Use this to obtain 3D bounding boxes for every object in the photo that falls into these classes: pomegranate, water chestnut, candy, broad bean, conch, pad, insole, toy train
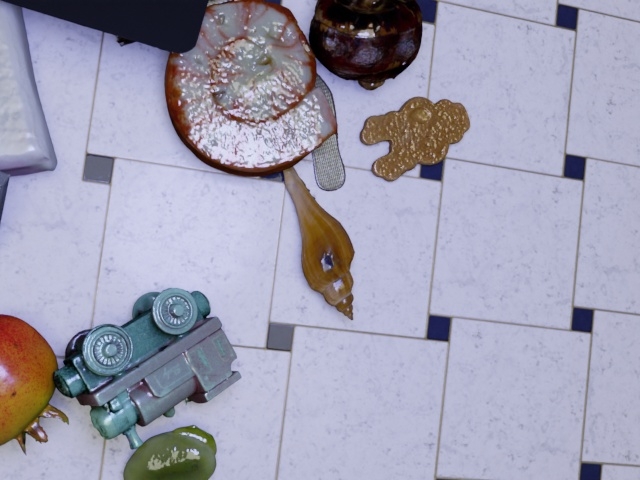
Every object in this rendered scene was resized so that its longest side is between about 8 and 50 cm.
[{"bbox_3d":[-0.538,0.246,1.262,0.257,0.221,0.221,43,79,-15],"label":"pomegranate"},{"bbox_3d":[0.083,-0.414,1.440,0.224,0.238,0.223,3,45,-3],"label":"water chestnut"},{"bbox_3d":[-0.599,-0.281,1.302,0.208,0.145,0.358,-12,89,-14],"label":"candy"},{"bbox_3d":[-0.271,0.410,1.380,0.175,0.082,0.124,-21,94,-15],"label":"broad bean"},{"bbox_3d":[0.000,0.000,1.461,0.109,0.093,0.330,-22,90,4],"label":"conch"},{"bbox_3d":[-0.385,-0.469,1.349,0.375,0.063,0.314,16,57,-11],"label":"pad"},{"bbox_3d":[0.000,-0.223,1.518,0.086,0.005,0.253,-14,91,-14],"label":"insole"},{"bbox_3d":[-0.300,0.219,1.326,0.304,0.150,0.221,-31,99,-32],"label":"toy train"}]

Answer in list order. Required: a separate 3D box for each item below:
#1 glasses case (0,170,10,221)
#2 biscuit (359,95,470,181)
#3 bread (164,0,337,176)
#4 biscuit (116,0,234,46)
[{"bbox_3d":[-0.581,-0.039,1.278,0.071,0.205,0.047,21,39,-13],"label":"glasses case"},{"bbox_3d":[0.197,-0.219,1.551,0.236,0.040,0.144,-23,100,-15],"label":"biscuit"},{"bbox_3d":[-0.143,-0.281,1.423,0.295,0.114,0.327,-18,89,-9],"label":"bread"},{"bbox_3d":[-0.292,-0.454,1.425,0.252,0.070,0.106,-22,92,-14],"label":"biscuit"}]
